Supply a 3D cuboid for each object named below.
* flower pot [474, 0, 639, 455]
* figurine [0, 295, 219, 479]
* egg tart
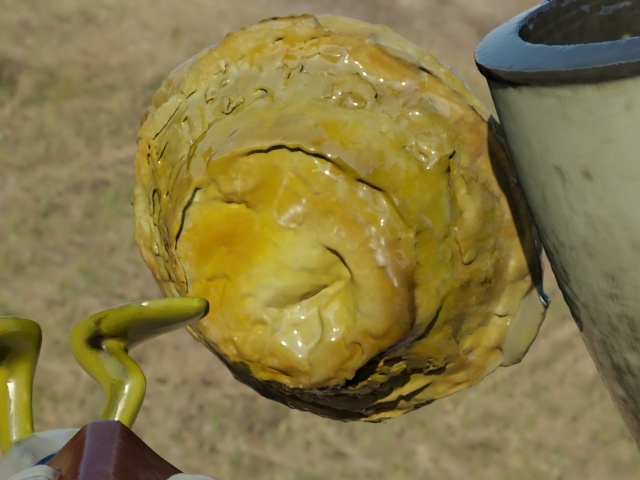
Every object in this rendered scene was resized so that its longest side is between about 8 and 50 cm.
[{"bbox_3d":[0.284,-0.012,1.268,0.293,0.330,0.293,-18,15,5],"label":"flower pot"},{"bbox_3d":[-0.115,0.199,1.178,0.204,0.338,0.283,-8,-8,-18],"label":"figurine"},{"bbox_3d":[-0.002,-0.004,1.456,0.341,0.341,0.129,20,25,14],"label":"egg tart"}]
